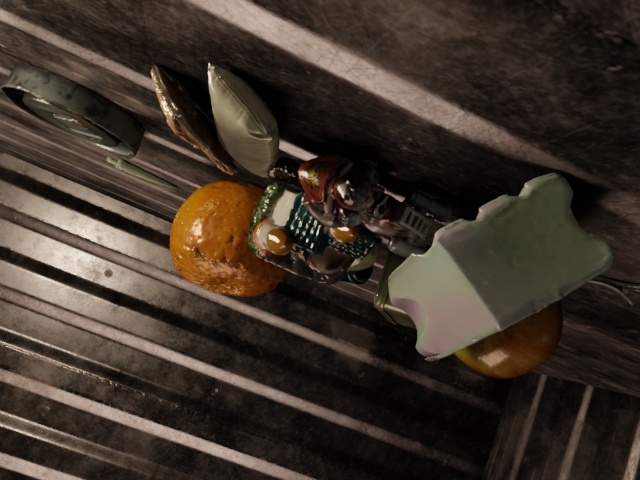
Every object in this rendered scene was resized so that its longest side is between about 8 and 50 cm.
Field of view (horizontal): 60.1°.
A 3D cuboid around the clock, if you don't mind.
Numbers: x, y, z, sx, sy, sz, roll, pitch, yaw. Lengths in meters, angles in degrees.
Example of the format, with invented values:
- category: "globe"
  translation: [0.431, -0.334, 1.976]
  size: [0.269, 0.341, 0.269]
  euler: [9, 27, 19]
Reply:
- category: "clock"
  translation: [-0.583, -0.300, 1.319]
  size: [0.324, 0.067, 0.325]
  euler: [22, 171, 4]

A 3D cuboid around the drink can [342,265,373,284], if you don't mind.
- category: "drink can"
  translation: [0.068, 0.071, 1.779]
  size: [0.118, 0.118, 0.204]
  euler: [29, 167, -38]

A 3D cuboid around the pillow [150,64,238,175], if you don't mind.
- category: "pillow"
  translation: [-0.220, -0.205, 0.980]
  size: [0.126, 0.043, 0.232]
  euler: [66, -171, 24]

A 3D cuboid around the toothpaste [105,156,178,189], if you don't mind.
- category: "toothpaste"
  translation: [-0.607, -0.225, 1.887]
  size: [0.255, 0.037, 0.067]
  euler: [25, 171, -38]

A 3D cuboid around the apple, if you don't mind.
- category: "apple"
  translation: [0.389, 0.160, 1.184]
  size: [0.264, 0.265, 0.264]
  euler: [21, 170, 4]

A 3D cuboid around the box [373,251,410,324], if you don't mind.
- category: "box"
  translation: [0.360, 0.192, 1.642]
  size: [0.343, 0.178, 0.352]
  euler: [17, 169, 18]

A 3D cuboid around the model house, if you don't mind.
- category: "model house"
  translation: [0.000, 0.000, 1.221]
  size: [0.271, 0.190, 0.301]
  euler: [25, 177, -20]

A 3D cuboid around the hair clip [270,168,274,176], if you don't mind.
- category: "hair clip"
  translation: [-0.024, -0.124, 1.145]
  size: [0.195, 0.052, 0.124]
  euler: [21, -178, 35]

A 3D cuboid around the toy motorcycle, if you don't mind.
- category: "toy motorcycle"
  translation: [0.113, -0.052, 0.977]
  size: [0.400, 0.134, 0.207]
  euler: [26, 176, -17]

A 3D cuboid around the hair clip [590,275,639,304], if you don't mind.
- category: "hair clip"
  translation: [0.552, 0.090, 1.068]
  size: [0.115, 0.039, 0.030]
  euler: [17, 164, 37]

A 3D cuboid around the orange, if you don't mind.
- category: "orange"
  translation: [-0.227, -0.010, 1.482]
  size: [0.340, 0.294, 0.341]
  euler: [8, 157, 4]

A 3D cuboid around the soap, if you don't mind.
- category: "soap"
  translation: [0.253, 0.076, 0.907]
  size: [0.156, 0.261, 0.446]
  euler: [60, 178, 14]

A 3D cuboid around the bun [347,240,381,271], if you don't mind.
- category: "bun"
  translation: [0.068, 0.022, 1.519]
  size: [0.195, 0.118, 0.195]
  euler: [23, 167, 5]

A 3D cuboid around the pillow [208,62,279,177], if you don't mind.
- category: "pillow"
  translation: [-0.129, -0.188, 0.917]
  size: [0.144, 0.078, 0.254]
  euler: [41, 170, -1]
